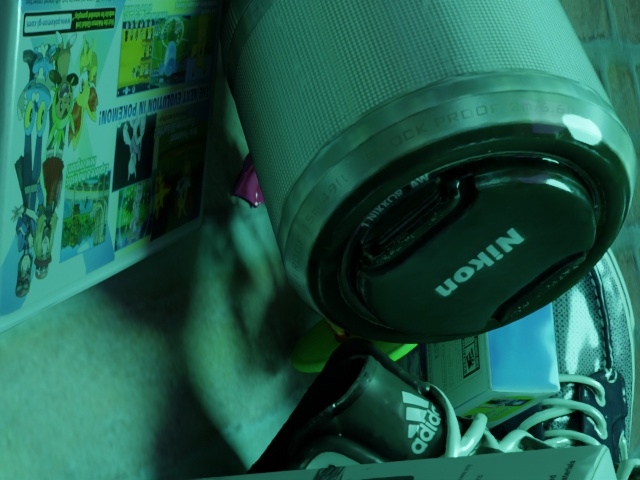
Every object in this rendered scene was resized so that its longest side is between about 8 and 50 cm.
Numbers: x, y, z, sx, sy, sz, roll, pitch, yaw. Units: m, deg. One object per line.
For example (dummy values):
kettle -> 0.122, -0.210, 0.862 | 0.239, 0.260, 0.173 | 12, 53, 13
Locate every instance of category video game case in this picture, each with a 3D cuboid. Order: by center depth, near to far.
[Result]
video game case -> -0.113, -0.127, 0.866 | 0.329, 0.036, 0.300 | -36, 133, -74
video game case -> 0.102, 0.017, 1.262 | 0.244, 0.061, 0.269 | 135, -43, -64

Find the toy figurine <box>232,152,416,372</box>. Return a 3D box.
toy figurine -> 0.000, 0.000, 1.145 | 0.159, 0.130, 0.173 | 60, 0, -14

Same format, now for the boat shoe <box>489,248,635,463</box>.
boat shoe -> 0.191, 0.150, 1.235 | 0.158, 0.127, 0.340 | -75, 160, -81

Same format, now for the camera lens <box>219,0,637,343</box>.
camera lens -> 0.059, -0.089, 1.016 | 0.219, 0.219, 0.274 | 49, 18, -50

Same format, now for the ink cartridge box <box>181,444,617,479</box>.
ink cartridge box -> 0.036, 0.243, 0.910 | 0.121, 0.289, 0.211 | -46, 123, -59

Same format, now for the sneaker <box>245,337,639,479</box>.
sneaker -> 0.125, 0.180, 0.976 | 0.257, 0.447, 0.169 | 53, 44, -30
